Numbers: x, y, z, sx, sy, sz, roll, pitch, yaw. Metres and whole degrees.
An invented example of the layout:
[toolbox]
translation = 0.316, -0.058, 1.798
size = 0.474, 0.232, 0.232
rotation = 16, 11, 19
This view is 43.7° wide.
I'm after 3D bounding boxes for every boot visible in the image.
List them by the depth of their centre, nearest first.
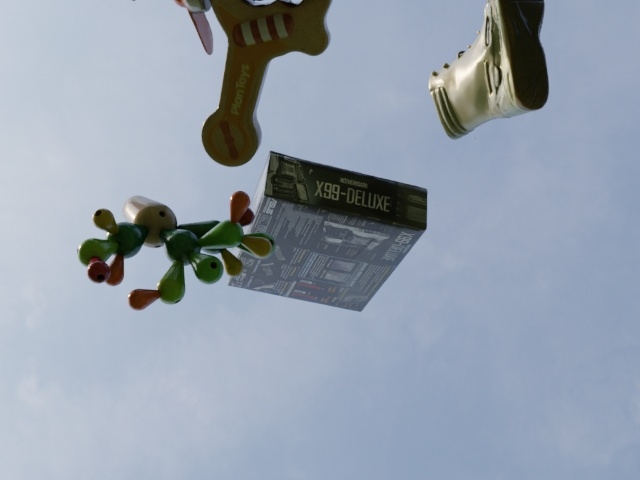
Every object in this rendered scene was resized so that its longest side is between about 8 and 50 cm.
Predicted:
[boot]
translation = 0.207, -0.248, 1.023
size = 0.077, 0.165, 0.213
rotation = 1, -99, -29

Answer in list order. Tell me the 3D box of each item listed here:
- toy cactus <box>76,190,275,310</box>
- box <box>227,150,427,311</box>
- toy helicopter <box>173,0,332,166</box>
[toy cactus]
translation = -0.158, -0.010, 0.826
size = 0.180, 0.218, 0.112
rotation = 32, -52, 46
[box]
translation = 0.000, 0.000, 1.251
size = 0.242, 0.307, 0.077
rotation = 12, -121, -10
[toy helicopter]
translation = -0.106, -0.268, 1.049
size = 0.234, 0.140, 0.355
rotation = 17, -66, 2
